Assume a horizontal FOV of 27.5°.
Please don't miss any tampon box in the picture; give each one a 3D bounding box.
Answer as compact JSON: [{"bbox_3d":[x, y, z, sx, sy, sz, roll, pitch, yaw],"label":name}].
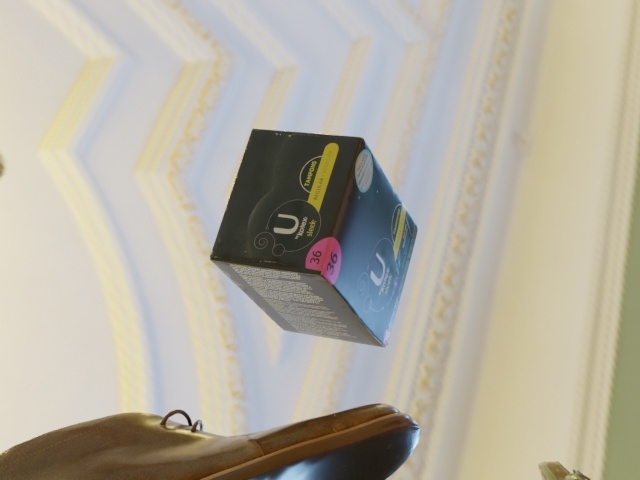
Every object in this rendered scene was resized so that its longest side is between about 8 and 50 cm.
[{"bbox_3d":[0.000,0.000,1.074,0.161,0.101,0.120,51,-129,-58],"label":"tampon box"}]

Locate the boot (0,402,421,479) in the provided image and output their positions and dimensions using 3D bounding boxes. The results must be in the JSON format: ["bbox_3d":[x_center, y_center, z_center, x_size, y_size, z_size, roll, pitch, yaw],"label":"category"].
[{"bbox_3d":[-0.081,0.152,0.895,0.305,0.112,0.115,-15,-129,-17],"label":"boot"}]

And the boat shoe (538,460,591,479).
[{"bbox_3d":[0.246,0.245,1.169,0.056,0.048,0.153,66,172,-30],"label":"boat shoe"}]
